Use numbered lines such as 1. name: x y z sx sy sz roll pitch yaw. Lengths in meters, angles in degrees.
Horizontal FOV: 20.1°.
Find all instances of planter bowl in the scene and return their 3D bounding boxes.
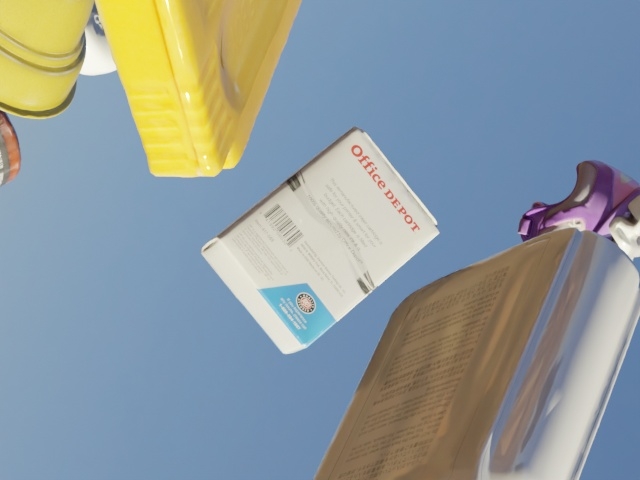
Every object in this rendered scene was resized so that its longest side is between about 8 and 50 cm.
1. planter bowl: -0.233 -0.205 1.349 0.090 0.217 0.217 -36 -151 23

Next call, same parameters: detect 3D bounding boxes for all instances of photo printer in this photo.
1. photo printer: 0.112 0.152 1.445 0.256 0.107 0.308 -27 -153 48

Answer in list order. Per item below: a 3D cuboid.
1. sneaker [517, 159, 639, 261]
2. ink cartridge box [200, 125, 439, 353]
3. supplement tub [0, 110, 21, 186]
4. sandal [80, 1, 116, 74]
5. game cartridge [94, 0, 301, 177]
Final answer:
1. sneaker: 0.214 0.021 1.642 0.236 0.104 0.095 -51 161 16
2. ink cartridge box: 0.000 0.000 1.800 0.190 0.140 0.082 -40 -177 -21
3. supplement tub: -0.390 -0.065 1.711 0.198 0.106 0.106 -30 178 -32
4. sandal: -0.282 -0.332 1.560 0.102 0.416 0.169 -17 -173 27
5. game cartridge: -0.062 -0.231 0.905 0.285 0.052 0.324 -73 155 -47
